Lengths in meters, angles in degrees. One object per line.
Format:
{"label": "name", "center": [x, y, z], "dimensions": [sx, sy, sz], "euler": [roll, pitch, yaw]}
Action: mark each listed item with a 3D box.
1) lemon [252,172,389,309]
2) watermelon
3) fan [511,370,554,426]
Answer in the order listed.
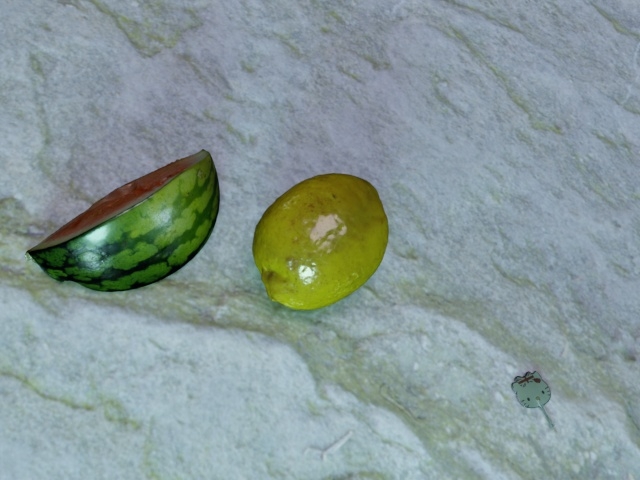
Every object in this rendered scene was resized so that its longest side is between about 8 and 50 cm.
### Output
{"label": "lemon", "center": [0.000, 0.000, 1.036], "dimensions": [0.207, 0.170, 0.170], "euler": [-34, 73, -21]}
{"label": "watermelon", "center": [-0.229, -0.014, 1.041], "dimensions": [0.303, 0.159, 0.128], "euler": [-37, 113, -27]}
{"label": "fan", "center": [0.309, 0.227, 1.073], "dimensions": [0.056, 0.004, 0.083], "euler": [-18, 67, -22]}
